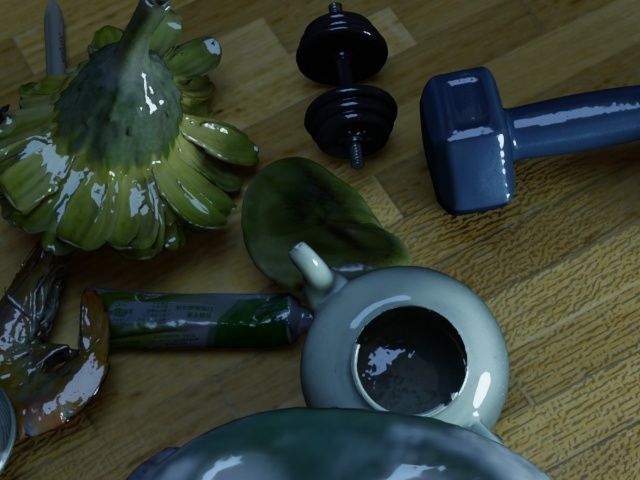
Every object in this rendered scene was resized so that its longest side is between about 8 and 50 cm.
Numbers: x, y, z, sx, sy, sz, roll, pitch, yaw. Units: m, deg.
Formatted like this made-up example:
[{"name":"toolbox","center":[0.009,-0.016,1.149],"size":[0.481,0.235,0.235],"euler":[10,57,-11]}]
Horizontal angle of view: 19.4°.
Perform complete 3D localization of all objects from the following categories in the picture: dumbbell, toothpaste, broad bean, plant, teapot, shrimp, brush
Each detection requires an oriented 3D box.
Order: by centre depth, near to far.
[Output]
[{"name":"teapot","center":[0.079,0.118,1.719],"size":[0.193,0.129,0.294],"euler":[-44,83,-8]},{"name":"shrimp","center":[-0.268,0.083,1.830],"size":[0.150,0.068,0.249],"euler":[-2,60,14]},{"name":"toothpaste","center":[-0.115,0.076,1.840],"size":[0.248,0.047,0.078],"euler":[-1,55,8]},{"name":"broad bean","center":[0.001,-0.002,1.852],"size":[0.153,0.072,0.207],"euler":[-11,40,-34]},{"name":"plant","center":[-0.223,-0.125,1.854],"size":[0.261,0.297,0.306],"euler":[-13,61,11]},{"name":"dumbbell","center":[0.263,-0.118,1.868],"size":[0.325,0.160,0.144],"euler":[-9,89,0]},{"name":"dumbbell","center":[0.027,-0.162,1.945],"size":[0.099,0.099,0.208],"euler":[-8,58,1]},{"name":"brush","center":[-0.282,-0.146,2.008],"size":[0.039,0.042,0.299],"euler":[-10,53,0]}]

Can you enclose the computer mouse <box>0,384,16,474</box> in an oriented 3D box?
[{"name":"computer mouse","center":[-0.409,0.115,1.796],"size":[0.167,0.090,0.379],"euler":[-36,52,8]}]

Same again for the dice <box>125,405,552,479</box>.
[{"name":"dice","center":[0.014,0.344,1.461],"size":[0.348,0.330,0.328],"euler":[3,52,16]}]
